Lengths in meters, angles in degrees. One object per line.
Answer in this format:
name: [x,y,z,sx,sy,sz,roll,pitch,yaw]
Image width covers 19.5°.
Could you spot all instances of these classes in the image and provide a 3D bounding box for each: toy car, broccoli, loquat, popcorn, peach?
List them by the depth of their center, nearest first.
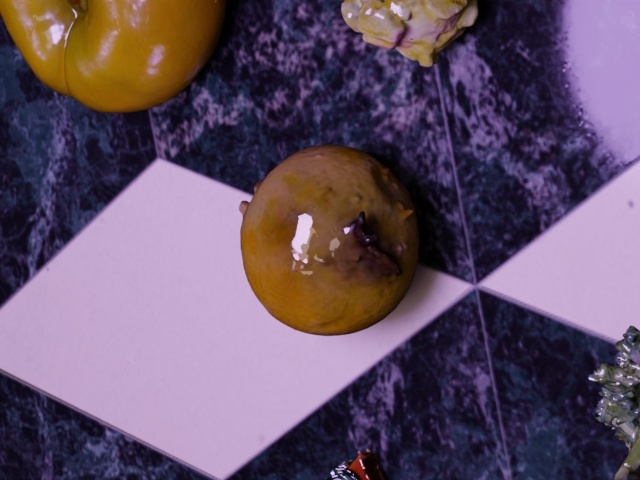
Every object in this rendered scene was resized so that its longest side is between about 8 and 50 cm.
broccoli: [0.284,0.152,1.506,0.155,0.160,0.167,22,130,11]
popcorn: [0.080,-0.208,1.624,0.109,0.089,0.097,-12,57,26]
loquat: [0.000,0.000,1.677,0.204,0.149,0.172,2,102,48]
toy car: [0.062,0.265,1.729,0.054,0.073,0.143,-40,75,14]
peach: [-0.201,-0.240,1.772,0.251,0.153,0.251,22,126,35]
